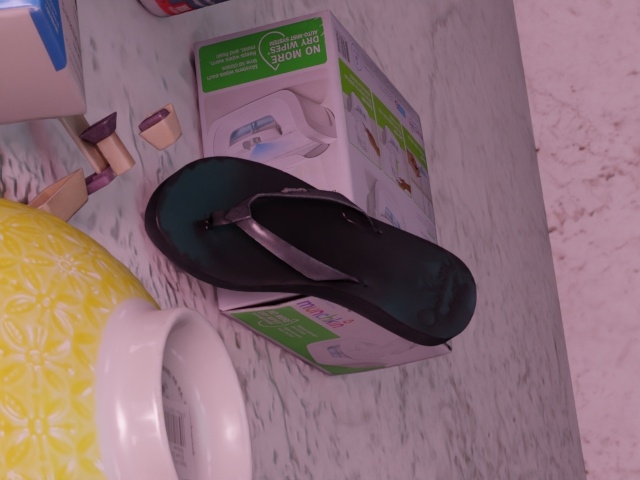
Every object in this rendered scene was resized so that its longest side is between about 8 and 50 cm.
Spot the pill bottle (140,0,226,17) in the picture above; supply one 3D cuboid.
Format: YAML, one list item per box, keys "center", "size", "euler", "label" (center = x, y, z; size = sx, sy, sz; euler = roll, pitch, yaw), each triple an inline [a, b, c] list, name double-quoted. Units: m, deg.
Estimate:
- center: [-0.053, -0.238, 1.299]
  size: [0.108, 0.180, 0.108]
  euler: [-12, 90, -73]
  label: "pill bottle"

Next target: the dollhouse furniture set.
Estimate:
- center: [-0.152, -0.062, 1.041]
  size: [0.081, 0.091, 0.114]
  euler: [57, 24, -12]
  label: "dollhouse furniture set"

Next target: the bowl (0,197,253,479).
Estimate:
- center: [-0.125, 0.104, 0.854]
  size: [0.289, 0.156, 0.289]
  euler: [-12, 90, -74]
  label: "bowl"

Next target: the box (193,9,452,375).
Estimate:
- center: [0.010, -0.029, 1.449]
  size: [0.262, 0.127, 0.231]
  euler: [38, 43, -66]
  label: "box"

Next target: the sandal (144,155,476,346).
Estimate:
- center: [0.001, -0.001, 1.249]
  size: [0.054, 0.254, 0.097]
  euler: [138, -35, -60]
  label: "sandal"

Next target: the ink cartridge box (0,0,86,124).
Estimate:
- center: [-0.184, -0.181, 0.932]
  size: [0.148, 0.086, 0.203]
  euler: [81, 2, -73]
  label: "ink cartridge box"
